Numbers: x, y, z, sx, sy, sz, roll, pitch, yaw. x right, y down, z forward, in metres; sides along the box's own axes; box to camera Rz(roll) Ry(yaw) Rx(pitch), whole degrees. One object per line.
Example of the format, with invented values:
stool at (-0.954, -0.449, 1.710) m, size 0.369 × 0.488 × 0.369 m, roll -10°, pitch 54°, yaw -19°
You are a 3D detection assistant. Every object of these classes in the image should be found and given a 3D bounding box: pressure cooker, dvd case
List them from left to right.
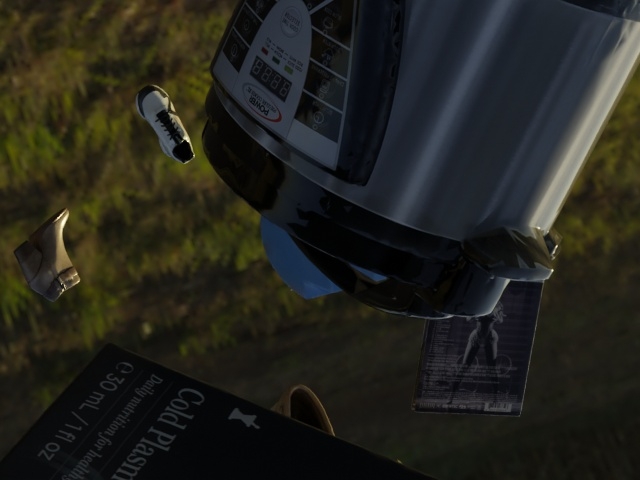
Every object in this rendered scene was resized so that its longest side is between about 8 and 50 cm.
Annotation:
pressure cooker at (0.092, -0.144, 1.440) m, size 0.370 × 0.375 × 0.420 m, roll -76°, pitch -170°, yaw -66°
dvd case at (0.220, 0.136, 2.118) m, size 0.165 × 0.221 × 0.018 m, roll 4°, pitch -168°, yaw -18°

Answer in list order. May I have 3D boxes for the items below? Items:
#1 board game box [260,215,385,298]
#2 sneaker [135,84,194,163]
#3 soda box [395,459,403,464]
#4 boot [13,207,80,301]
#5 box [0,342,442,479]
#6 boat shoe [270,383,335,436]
board game box at (0.000, 0.000, 1.747) m, size 0.169 × 0.133 × 0.033 m, roll -14°, pitch 166°, yaw -33°
sneaker at (-0.174, -0.133, 1.732) m, size 0.040 × 0.044 × 0.109 m, roll -38°, pitch 130°, yaw -9°
soda box at (0.146, 0.384, 2.052) m, size 0.061 × 0.181 × 0.058 m, roll -52°, pitch 171°, yaw 21°
boot at (-0.347, 0.022, 1.991) m, size 0.042 × 0.087 × 0.118 m, roll -26°, pitch -163°, yaw 50°
box at (-0.074, 0.377, 1.126) m, size 0.480 × 0.472 × 0.297 m, roll -55°, pitch 165°, yaw -60°
boat shoe at (-0.008, 0.326, 1.920) m, size 0.122 × 0.341 × 0.110 m, roll 13°, pitch 123°, yaw -33°
